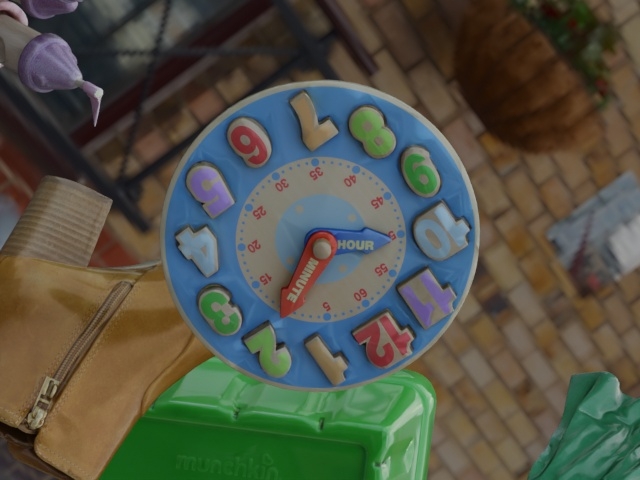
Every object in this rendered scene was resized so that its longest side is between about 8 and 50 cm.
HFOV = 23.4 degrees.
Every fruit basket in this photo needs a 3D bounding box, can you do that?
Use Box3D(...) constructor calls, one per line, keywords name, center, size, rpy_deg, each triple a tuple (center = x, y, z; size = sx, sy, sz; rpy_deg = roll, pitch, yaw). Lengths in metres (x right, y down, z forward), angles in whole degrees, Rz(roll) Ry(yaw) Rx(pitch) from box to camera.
Box3D(name="fruit basket", center=(-0.073, 0.255, 1.598), size=(0.392, 0.392, 0.283), rpy_deg=(-8, 105, -88))

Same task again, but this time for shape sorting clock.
Box3D(name="shape sorting clock", center=(0.000, 0.000, 0.989), size=(0.206, 0.206, 0.040), rpy_deg=(53, 6, -17))

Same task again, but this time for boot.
Box3D(name="boot", center=(-0.138, 0.100, 1.211), size=(0.295, 0.211, 0.104), rpy_deg=(26, -19, -21))

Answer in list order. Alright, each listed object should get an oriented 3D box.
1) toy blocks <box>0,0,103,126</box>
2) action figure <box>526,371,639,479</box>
Box3D(name="toy blocks", center=(-0.259, -0.279, 1.359), size=(0.260, 0.309, 0.289), rpy_deg=(27, -58, 34))
Box3D(name="action figure", center=(0.227, 0.188, 1.256), size=(0.137, 0.063, 0.232), rpy_deg=(16, 25, 24))
